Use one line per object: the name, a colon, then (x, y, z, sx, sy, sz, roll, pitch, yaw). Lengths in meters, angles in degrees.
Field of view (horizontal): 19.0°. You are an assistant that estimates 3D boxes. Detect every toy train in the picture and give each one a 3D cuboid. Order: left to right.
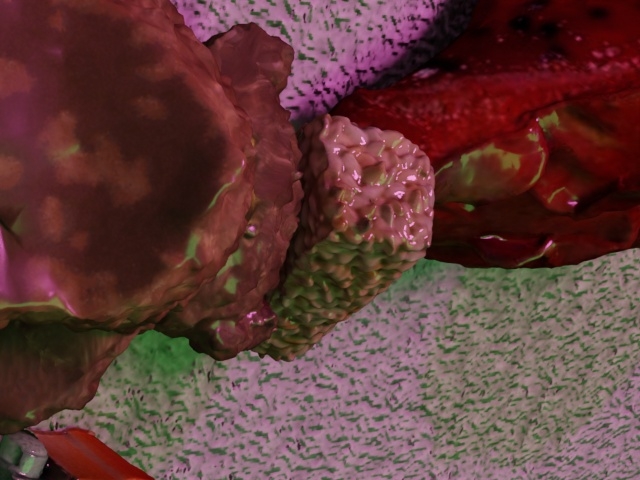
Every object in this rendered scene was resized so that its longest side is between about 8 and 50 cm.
toy train: (-0.171, 0.183, 1.015, 0.118, 0.074, 0.176, 16, 103, -54)

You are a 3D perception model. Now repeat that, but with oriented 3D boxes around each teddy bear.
teddy bear: (-0.139, -0.038, 0.842, 0.296, 0.222, 0.246, 3, 84, -15)

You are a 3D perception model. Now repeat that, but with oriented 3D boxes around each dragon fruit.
dragon fruit: (0.184, -0.038, 1.107, 0.329, 0.228, 0.286, -33, 139, -29)

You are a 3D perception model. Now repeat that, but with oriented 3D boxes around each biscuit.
biscuit: (0.000, 0.000, 0.998, 0.070, 0.082, 0.168, 11, 150, -20)
